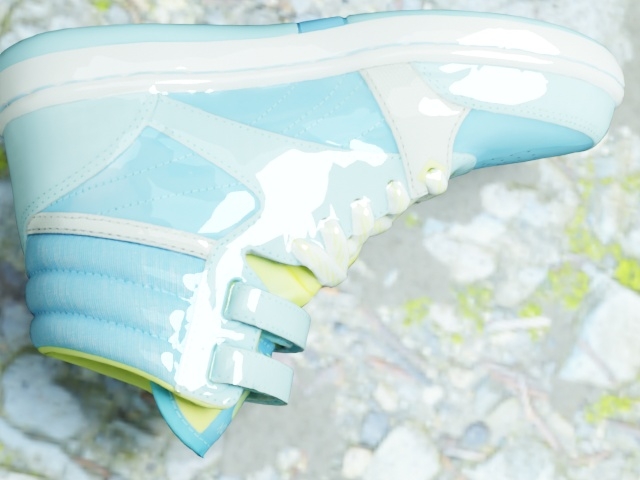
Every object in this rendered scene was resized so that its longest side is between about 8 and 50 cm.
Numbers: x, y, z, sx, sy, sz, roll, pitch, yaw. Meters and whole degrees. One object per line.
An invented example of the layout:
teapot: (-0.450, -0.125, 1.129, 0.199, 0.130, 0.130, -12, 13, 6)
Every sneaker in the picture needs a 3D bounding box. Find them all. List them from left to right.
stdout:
sneaker: (0.000, 0.000, 0.747, 0.319, 0.127, 0.208, -3, 78, -2)
